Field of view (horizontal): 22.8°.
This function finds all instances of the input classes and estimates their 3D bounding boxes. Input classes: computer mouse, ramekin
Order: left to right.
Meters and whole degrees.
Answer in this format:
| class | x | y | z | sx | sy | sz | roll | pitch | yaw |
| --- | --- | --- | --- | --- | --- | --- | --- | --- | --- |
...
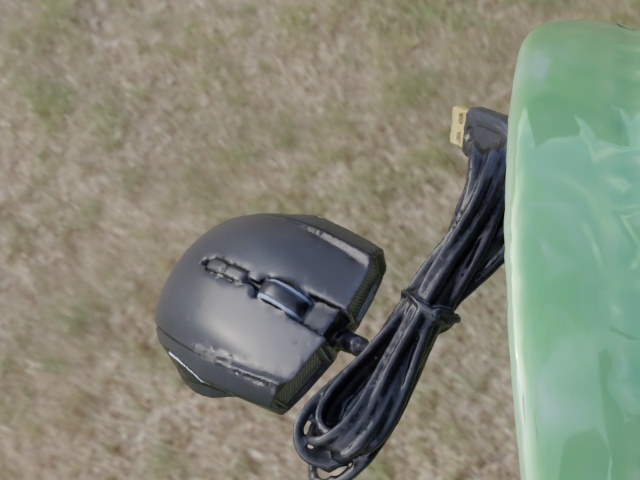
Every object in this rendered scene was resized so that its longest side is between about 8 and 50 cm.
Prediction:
| class | x | y | z | sx | sy | sz | roll | pitch | yaw |
| --- | --- | --- | --- | --- | --- | --- | --- | --- | --- |
| computer mouse | 0.000 | 0.000 | 0.742 | 0.184 | 0.060 | 0.262 | -53 | 21 | -7 |
| ramekin | 0.162 | 0.069 | 0.501 | 0.148 | 0.303 | 0.303 | -8 | 68 | 16 |
